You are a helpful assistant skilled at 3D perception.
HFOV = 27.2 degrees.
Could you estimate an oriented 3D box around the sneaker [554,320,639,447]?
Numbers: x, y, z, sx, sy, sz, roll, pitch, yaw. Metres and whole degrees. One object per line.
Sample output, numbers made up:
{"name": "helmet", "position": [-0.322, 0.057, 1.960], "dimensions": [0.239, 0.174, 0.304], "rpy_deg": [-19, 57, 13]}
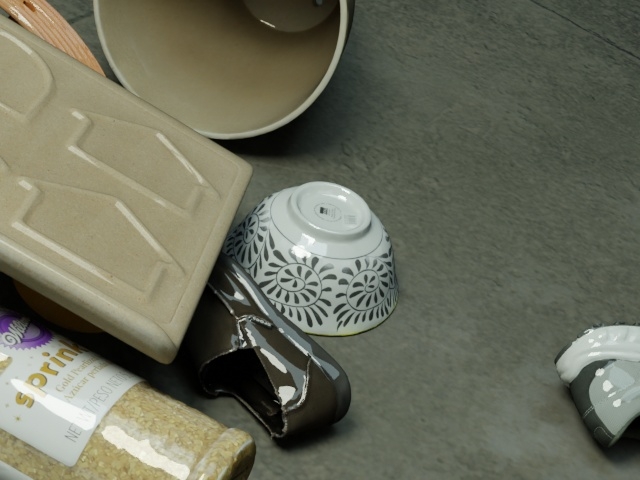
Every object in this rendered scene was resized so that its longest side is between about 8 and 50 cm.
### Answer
{"name": "sneaker", "position": [0.340, 0.137, 1.165], "dimensions": [0.272, 0.100, 0.108], "rpy_deg": [-1, 55, -17]}

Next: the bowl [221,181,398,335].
{"name": "bowl", "position": [0.000, 0.000, 1.198], "dimensions": [0.170, 0.080, 0.170], "rpy_deg": [11, 39, -9]}

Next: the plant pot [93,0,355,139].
{"name": "plant pot", "position": [-0.067, -0.264, 1.394], "dimensions": [0.257, 0.256, 0.274], "rpy_deg": [23, 23, 6]}

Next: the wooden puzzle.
{"name": "wooden puzzle", "position": [-0.226, -0.055, 1.016], "dimensions": [0.322, 0.080, 0.348], "rpy_deg": [31, 24, -8]}

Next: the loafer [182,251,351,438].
{"name": "loafer", "position": [-0.075, 0.078, 1.068], "dimensions": [0.220, 0.080, 0.078], "rpy_deg": [36, 40, 22]}

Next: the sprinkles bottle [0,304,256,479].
{"name": "sprinkles bottle", "position": [-0.225, 0.110, 0.936], "dimensions": [0.355, 0.121, 0.121], "rpy_deg": [27, 38, 11]}

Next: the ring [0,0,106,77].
{"name": "ring", "position": [-0.327, -0.167, 1.175], "dimensions": [0.337, 0.032, 0.336], "rpy_deg": [34, 29, -21]}
